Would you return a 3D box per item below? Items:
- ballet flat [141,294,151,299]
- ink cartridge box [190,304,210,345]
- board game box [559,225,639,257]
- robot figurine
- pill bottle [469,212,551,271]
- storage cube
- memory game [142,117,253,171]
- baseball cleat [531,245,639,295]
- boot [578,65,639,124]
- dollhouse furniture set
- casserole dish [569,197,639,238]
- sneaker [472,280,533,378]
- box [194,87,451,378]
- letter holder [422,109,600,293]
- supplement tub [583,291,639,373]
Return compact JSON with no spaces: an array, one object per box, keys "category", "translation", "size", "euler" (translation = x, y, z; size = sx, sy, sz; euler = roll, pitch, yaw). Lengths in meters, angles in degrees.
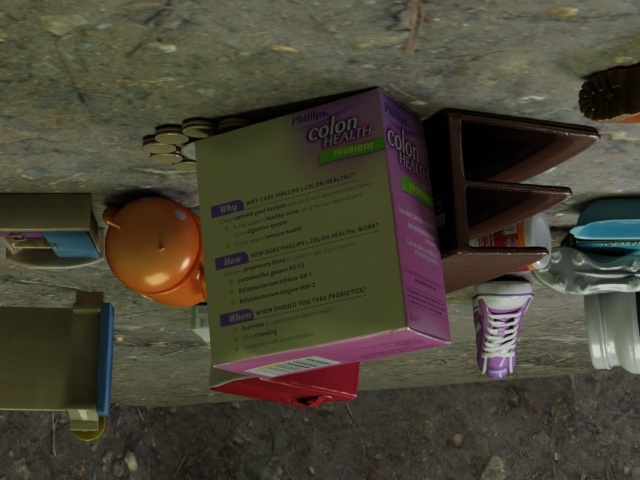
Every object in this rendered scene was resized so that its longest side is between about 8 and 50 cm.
[{"category":"ballet flat","translation":[-0.180,0.055,1.932],"size":[0.248,0.086,0.086],"euler":[8,164,-29]},{"category":"ink cartridge box","translation":[-0.152,0.166,2.436],"size":[0.171,0.056,0.235],"euler":[-1,170,2]},{"category":"board game box","translation":[0.457,0.003,1.841],"size":[0.186,0.026,0.126],"euler":[-1,167,0]},{"category":"robot figurine","translation":[-0.197,0.016,1.613],"size":[0.128,0.158,0.219],"euler":[-21,163,10]},{"category":"pill bottle","translation":[0.229,0.004,1.694],"size":[0.152,0.086,0.086],"euler":[-8,166,29]},{"category":"storage cube","translation":[-0.058,0.170,2.131],"size":[0.193,0.215,0.184],"euler":[14,162,-30]},{"category":"memory game","translation":[-0.102,-0.102,1.366],"size":[0.186,0.012,0.186],"euler":[-1,167,0]},{"category":"baseball cleat","translation":[0.385,0.052,1.832],"size":[0.206,0.072,0.109],"euler":[8,172,-19]},{"category":"boot","translation":[0.330,-0.138,1.162],"size":[0.084,0.059,0.158],"euler":[7,173,-44]},{"category":"dollhouse furniture set","translation":[-0.406,0.110,1.612],"size":[0.286,0.303,0.198],"euler":[0,166,-4]},{"category":"casserole dish","translation":[0.428,-0.030,1.674],"size":[0.188,0.037,0.114],"euler":[-1,167,-4]},{"category":"sneaker","translation":[0.328,0.163,2.235],"size":[0.102,0.161,0.282],"euler":[-1,166,4]},{"category":"box","translation":[0.000,0.000,1.260],"size":[0.213,0.243,0.117],"euler":[-14,163,25]},{"category":"letter holder","translation":[0.165,-0.024,1.426],"size":[0.214,0.152,0.302],"euler":[3,167,-25]},{"category":"supplement tub","translation":[0.561,0.111,1.955],"size":[0.272,0.191,0.191],"euler":[-6,166,18]}]
